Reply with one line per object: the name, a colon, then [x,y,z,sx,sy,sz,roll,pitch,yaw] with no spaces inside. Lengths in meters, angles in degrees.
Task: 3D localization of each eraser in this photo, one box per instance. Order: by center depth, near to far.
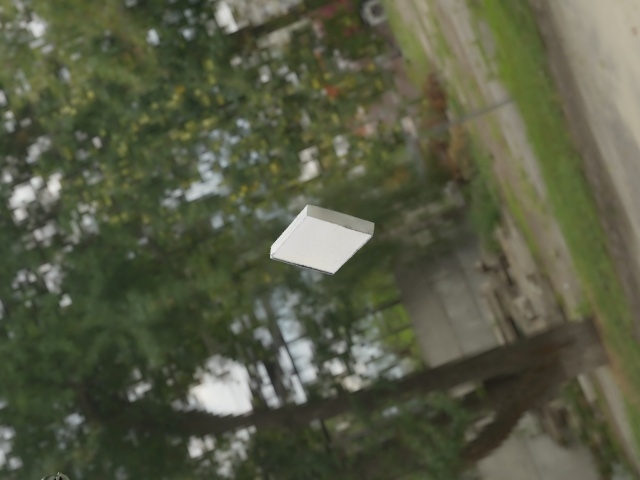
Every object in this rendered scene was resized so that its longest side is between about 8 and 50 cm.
eraser: [0.000,0.000,2.062,0.150,0.104,0.023,133,149,-57]

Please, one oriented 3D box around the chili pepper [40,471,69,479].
chili pepper: [-0.367,0.384,1.857,0.062,0.216,0.108,14,-135,-30]
